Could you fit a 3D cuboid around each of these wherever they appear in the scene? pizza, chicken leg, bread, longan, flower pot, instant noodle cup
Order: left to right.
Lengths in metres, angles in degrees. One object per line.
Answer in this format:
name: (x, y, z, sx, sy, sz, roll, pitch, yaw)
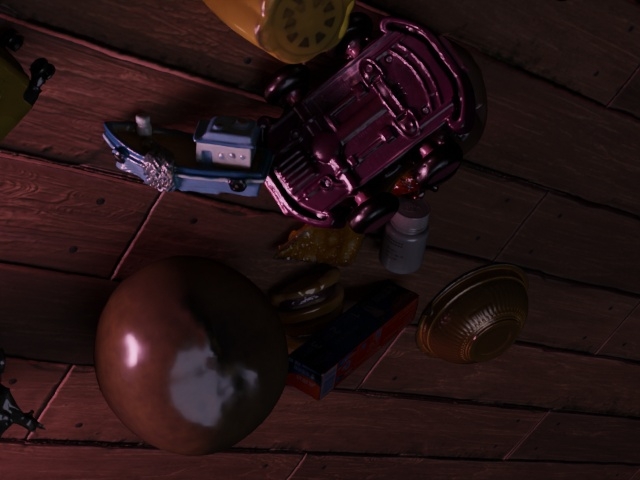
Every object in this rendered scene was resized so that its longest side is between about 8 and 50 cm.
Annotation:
longan: (-0.203, 0.176, 1.623, 0.319, 0.319, 0.319, -18, 138, -17)
flower pot: (-0.051, -0.324, 1.309, 0.195, 0.179, 0.195, -17, 139, -16)
bread: (-0.018, 0.148, 1.877, 0.134, 0.081, 0.225, -18, 137, -16)
pizza: (0.000, 0.000, 1.777, 0.176, 0.036, 0.184, -26, 141, -6)
chicken leg: (0.154, -0.096, 1.699, 0.090, 0.048, 0.219, -3, 176, 1)
instant noodle cup: (0.332, 0.176, 2.129, 0.274, 0.090, 0.274, -18, 139, -17)

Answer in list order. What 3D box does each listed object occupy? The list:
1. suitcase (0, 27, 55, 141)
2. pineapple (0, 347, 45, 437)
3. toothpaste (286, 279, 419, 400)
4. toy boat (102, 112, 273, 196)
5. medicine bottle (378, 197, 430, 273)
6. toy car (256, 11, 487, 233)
suitcase: (-0.458, -0.180, 1.200, 0.235, 0.143, 0.194, -47, 154, -1)
pineapple: (-0.574, 0.236, 1.525, 0.357, 0.223, 0.223, 8, 125, -48)
toothpaste: (0.062, 0.170, 1.844, 0.320, 0.076, 0.066, -32, 139, -47)
toy boat: (-0.186, -0.129, 1.437, 0.238, 0.109, 0.098, 8, 127, 3)
medicine bottle: (0.150, -0.011, 1.828, 0.080, 0.080, 0.130, -13, 135, -23)
toy car: (0.085, -0.166, 1.528, 0.341, 0.271, 0.240, -35, 169, 15)
